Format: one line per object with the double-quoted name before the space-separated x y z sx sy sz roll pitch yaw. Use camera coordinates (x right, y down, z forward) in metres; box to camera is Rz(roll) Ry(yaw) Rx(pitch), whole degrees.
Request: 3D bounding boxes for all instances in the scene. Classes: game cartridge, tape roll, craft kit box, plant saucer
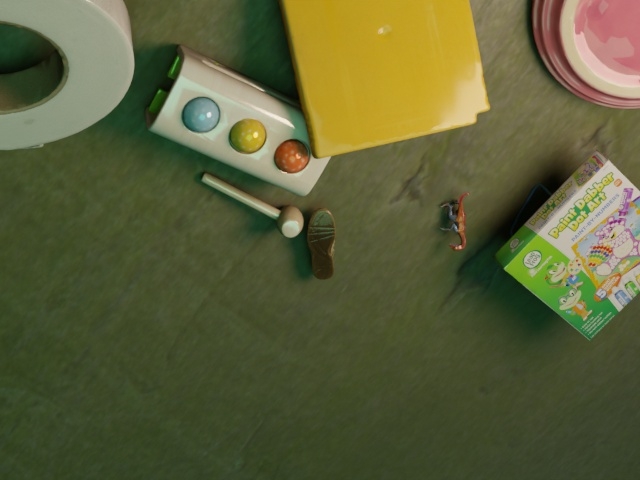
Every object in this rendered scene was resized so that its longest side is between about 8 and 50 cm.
"game cartridge" 0.091 -0.309 1.628 0.285 0.053 0.323 -13 97 -8
"tape roll" -0.446 -0.253 1.452 0.392 0.072 0.392 -9 154 -4
"craft kit box" 0.464 0.013 1.834 0.246 0.061 0.250 37 102 -25
"plant saucer" 0.503 -0.355 1.700 0.332 0.084 0.332 4 120 6

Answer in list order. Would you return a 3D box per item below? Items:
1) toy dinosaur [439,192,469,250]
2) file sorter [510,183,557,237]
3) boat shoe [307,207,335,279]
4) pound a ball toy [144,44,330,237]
"toy dinosaur" 0.236 -0.027 1.863 0.047 0.090 0.082 -14 75 -19
"file sorter" 0.442 -0.014 1.904 0.170 0.104 0.118 19 110 -22
"boat shoe" 0.000 0.000 1.829 0.050 0.045 0.135 -1 121 -5
"pound a ball toy" -0.118 -0.135 1.678 0.319 0.136 0.208 24 108 -23
